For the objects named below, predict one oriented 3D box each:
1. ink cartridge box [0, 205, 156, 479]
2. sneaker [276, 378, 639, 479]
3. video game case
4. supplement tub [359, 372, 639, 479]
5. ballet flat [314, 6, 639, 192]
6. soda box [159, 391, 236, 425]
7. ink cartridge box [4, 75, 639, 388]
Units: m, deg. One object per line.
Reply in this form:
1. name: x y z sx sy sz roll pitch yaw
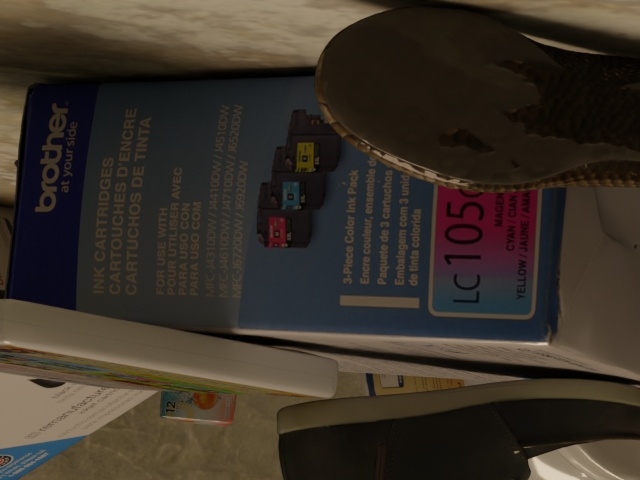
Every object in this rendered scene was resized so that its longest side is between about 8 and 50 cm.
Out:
1. ink cartridge box: -0.378 0.094 1.646 0.395 0.166 0.285 12 145 -45
2. sneaker: 0.090 0.144 1.040 0.222 0.118 0.083 -6 172 -1
3. video game case: -0.140 0.061 1.002 0.227 0.026 0.206 15 168 -43
4. supplement tub: 0.184 0.089 1.374 0.228 0.228 0.316 7 173 -19
5. ballet flat: 0.108 -0.060 0.845 0.250 0.084 0.058 1 174 -25
6. soda box: -0.094 0.061 1.495 0.063 0.183 0.058 7 173 -5
7. ink cartridge box: 0.000 0.000 1.079 0.396 0.151 0.270 0 170 27
